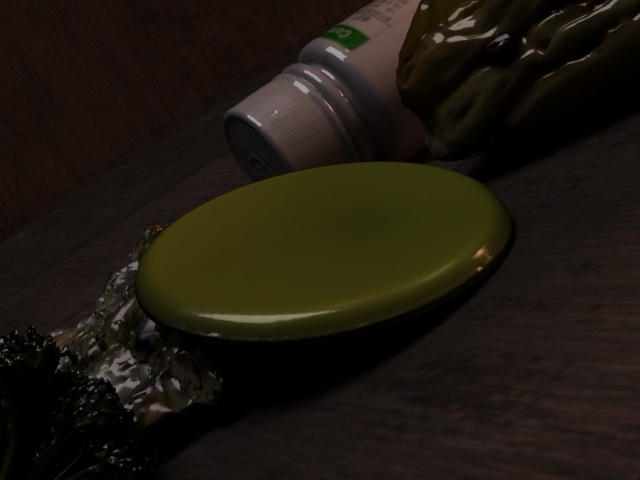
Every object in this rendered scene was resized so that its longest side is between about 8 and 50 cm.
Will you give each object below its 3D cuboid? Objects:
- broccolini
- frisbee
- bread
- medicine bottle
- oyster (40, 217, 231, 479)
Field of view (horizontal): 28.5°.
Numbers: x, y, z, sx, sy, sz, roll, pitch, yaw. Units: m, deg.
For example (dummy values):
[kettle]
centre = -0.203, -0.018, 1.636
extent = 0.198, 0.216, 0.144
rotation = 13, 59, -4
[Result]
[broccolini]
centre = -0.229, 0.138, 0.706
extent = 0.272, 0.123, 0.062
rotation = -26, -15, 6
[frisbee]
centre = 0.000, 0.000, 0.769
extent = 0.236, 0.017, 0.236
rotation = -9, 23, 4
[bread]
centre = 0.230, -0.230, 0.933
extent = 0.370, 0.191, 0.314
rotation = -26, 13, 30
[medicine bottle]
centre = 0.041, -0.125, 1.105
extent = 0.237, 0.139, 0.139
rotation = -36, 13, -17
[oyster]
centre = -0.113, 0.064, 0.839
extent = 0.198, 0.092, 0.259
rotation = -32, 14, 18
